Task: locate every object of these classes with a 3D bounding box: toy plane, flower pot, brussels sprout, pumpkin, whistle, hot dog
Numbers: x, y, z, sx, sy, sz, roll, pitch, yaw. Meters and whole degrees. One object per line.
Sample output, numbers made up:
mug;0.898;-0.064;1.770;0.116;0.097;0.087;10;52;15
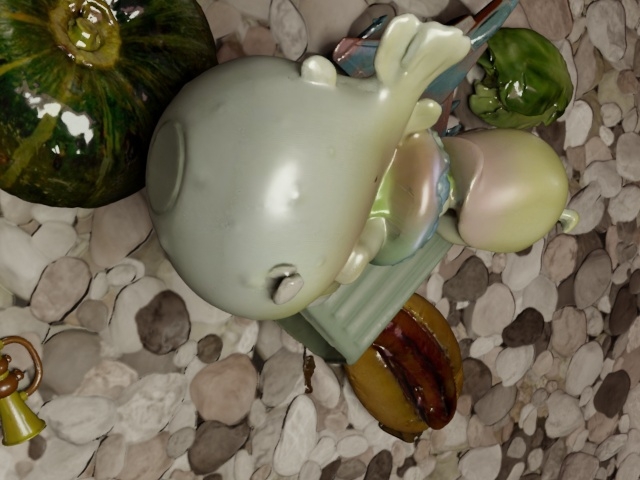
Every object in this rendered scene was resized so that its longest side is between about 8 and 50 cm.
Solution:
toy plane;0.131;-0.208;0.955;0.326;0.104;0.223;-48;124;-10
flower pot;0.000;0.000;0.863;0.189;0.239;0.209;-49;153;-15
brussels sprout;0.274;-0.220;1.063;0.181;0.100;0.138;4;81;-24
pumpkin;-0.225;-0.150;0.698;0.260;0.189;0.260;10;72;-33
whistle;-0.308;0.146;0.799;0.057;0.046;0.109;-16;105;-14
hot dog;0.094;0.156;1.028;0.326;0.107;0.194;39;80;-34

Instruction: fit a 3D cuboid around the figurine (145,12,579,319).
figurine;0.068;-0.059;0.647;0.395;0.226;0.274;3;142;-29
